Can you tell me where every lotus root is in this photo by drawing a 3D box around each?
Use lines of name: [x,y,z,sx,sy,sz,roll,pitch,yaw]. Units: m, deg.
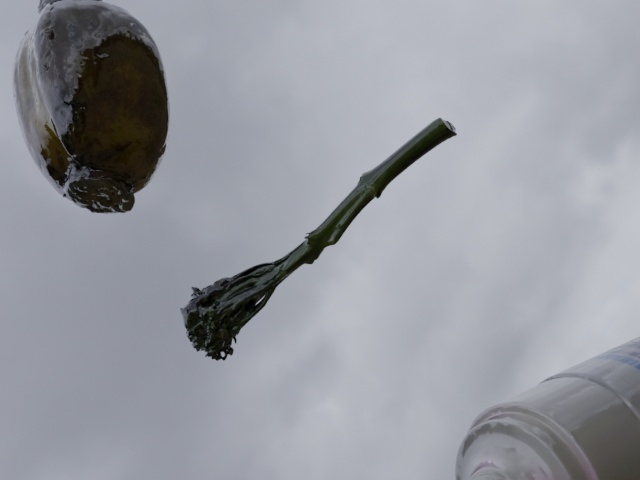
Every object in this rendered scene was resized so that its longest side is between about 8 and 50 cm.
lotus root: [-0.173,-0.114,0.977,0.120,0.209,0.120,-12,-24,-6]

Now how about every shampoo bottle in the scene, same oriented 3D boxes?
shampoo bottle: [0.167,0.093,0.635,0.303,0.092,0.092,-17,-42,-39]

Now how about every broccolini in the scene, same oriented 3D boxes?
broccolini: [0.000,0.001,0.810,0.218,0.044,0.042,-36,22,13]
